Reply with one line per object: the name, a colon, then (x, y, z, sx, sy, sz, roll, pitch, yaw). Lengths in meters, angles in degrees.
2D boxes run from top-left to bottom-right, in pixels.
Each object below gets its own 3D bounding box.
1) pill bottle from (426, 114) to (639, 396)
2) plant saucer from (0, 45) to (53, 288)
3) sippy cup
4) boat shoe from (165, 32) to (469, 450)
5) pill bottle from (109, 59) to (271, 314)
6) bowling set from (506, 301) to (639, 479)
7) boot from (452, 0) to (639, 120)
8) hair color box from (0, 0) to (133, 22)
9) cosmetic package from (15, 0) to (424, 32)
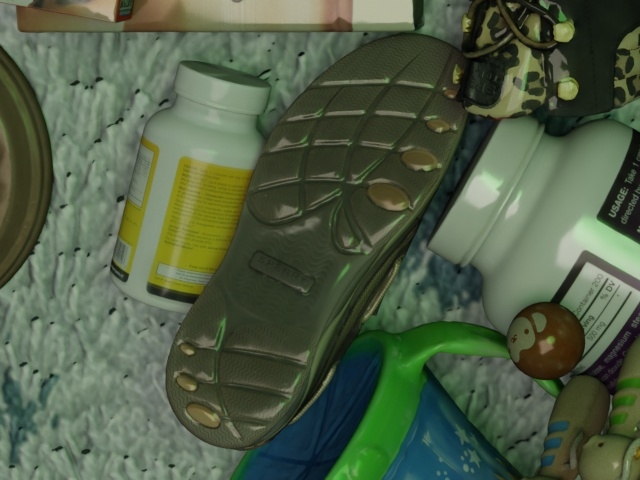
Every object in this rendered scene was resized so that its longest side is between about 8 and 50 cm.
pill bottle: (0.248, 0.030, 1.241, 0.323, 0.181, 0.181, 30, 104, 1)
plant saucer: (-0.358, -0.061, 1.370, 0.278, 0.041, 0.278, 1, 102, 6)
sippy cup: (0.064, 0.225, 1.294, 0.224, 0.240, 0.305, 37, 138, -12)
boat shoe: (0.000, 0.000, 1.292, 0.132, 0.130, 0.355, 32, 82, 13)
pill bottle: (-0.096, -0.042, 1.308, 0.103, 0.103, 0.184, 17, 103, 3)
bowling set: (0.189, 0.153, 1.141, 0.200, 0.154, 0.287, 31, 147, -2)
boot: (0.127, -0.224, 1.143, 0.138, 0.377, 0.284, 14, 113, 40)
hair color box: (-0.169, -0.243, 1.170, 0.093, 0.053, 0.167, 10, 102, 5)
cosmetic package: (-0.071, -0.230, 1.253, 0.296, 0.129, 0.153, -1, 100, 7)
